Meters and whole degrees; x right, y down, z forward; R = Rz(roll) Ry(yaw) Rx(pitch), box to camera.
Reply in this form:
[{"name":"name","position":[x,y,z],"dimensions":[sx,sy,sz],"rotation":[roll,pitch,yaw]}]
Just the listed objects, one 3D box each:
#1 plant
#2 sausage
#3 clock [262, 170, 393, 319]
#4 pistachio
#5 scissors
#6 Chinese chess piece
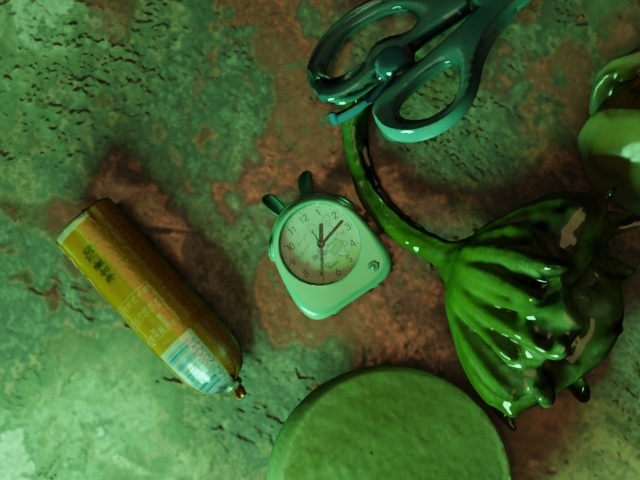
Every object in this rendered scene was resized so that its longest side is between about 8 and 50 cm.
[{"name":"plant","position":[0.154,0.016,1.336],"dimensions":[0.333,0.180,0.251],"rotation":[35,115,41]},{"name":"sausage","position":[-0.154,0.065,1.367],"dimensions":[0.071,0.071,0.234],"rotation":[-42,86,5]},{"name":"clock","position":[0.000,0.000,1.364],"dimensions":[0.101,0.041,0.135],"rotation":[-32,86,6]},{"name":"pistachio","position":[0.378,-0.084,1.270],"dimensions":[0.288,0.197,0.166],"rotation":[13,48,18]},{"name":"scissors","position":[0.160,-0.232,1.320],"dimensions":[0.393,0.032,0.180],"rotation":[-40,54,-5]},{"name":"Chinese chess piece","position":[0.063,0.231,1.300],"dimensions":[0.237,0.092,0.238],"rotation":[3,71,-8]}]
